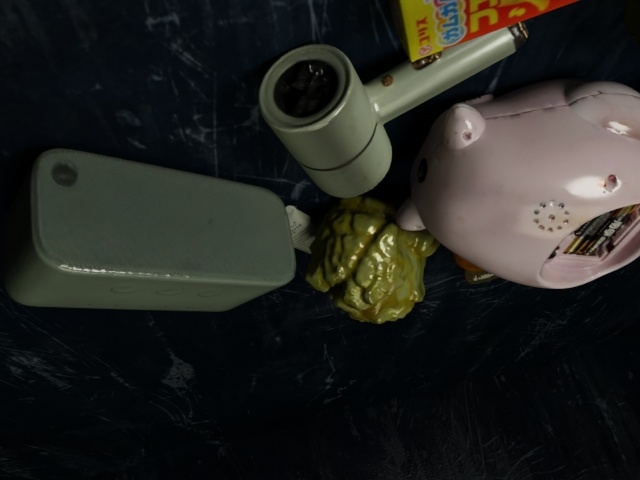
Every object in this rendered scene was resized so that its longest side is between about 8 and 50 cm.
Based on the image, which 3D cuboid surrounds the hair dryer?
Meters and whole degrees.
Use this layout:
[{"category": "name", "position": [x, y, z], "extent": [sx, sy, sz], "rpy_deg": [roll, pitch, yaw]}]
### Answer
[{"category": "hair dryer", "position": [0.116, -0.206, 0.855], "extent": [0.362, 0.128, 0.203], "rpy_deg": [-28, 151, 9]}]

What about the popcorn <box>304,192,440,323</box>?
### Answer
[{"category": "popcorn", "position": [0.092, 0.033, 1.182], "extent": [0.255, 0.256, 0.195], "rpy_deg": [-32, -156, -25]}]

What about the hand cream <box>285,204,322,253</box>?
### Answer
[{"category": "hand cream", "position": [0.000, 0.000, 1.260], "extent": [0.095, 0.059, 0.276], "rpy_deg": [-33, 144, 27]}]

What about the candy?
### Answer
[{"category": "candy", "position": [0.207, -0.311, 0.708], "extent": [0.276, 0.088, 0.146], "rpy_deg": [-18, 155, 6]}]

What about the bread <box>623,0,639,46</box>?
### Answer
[{"category": "bread", "position": [0.514, -0.313, 0.686], "extent": [0.366, 0.129, 0.382], "rpy_deg": [-28, 160, 13]}]

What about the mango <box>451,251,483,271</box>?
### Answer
[{"category": "mango", "position": [0.330, -0.001, 1.403], "extent": [0.105, 0.084, 0.159], "rpy_deg": [-11, 132, -11]}]

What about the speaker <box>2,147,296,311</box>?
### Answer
[{"category": "speaker", "position": [-0.253, 0.006, 0.992], "extent": [0.406, 0.183, 0.184], "rpy_deg": [8, 151, -40]}]

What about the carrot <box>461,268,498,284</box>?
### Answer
[{"category": "carrot", "position": [0.502, 0.025, 1.567], "extent": [0.342, 0.070, 0.070], "rpy_deg": [-24, 153, 14]}]

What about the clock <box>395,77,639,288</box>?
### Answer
[{"category": "clock", "position": [0.335, -0.078, 1.024], "extent": [0.377, 0.250, 0.368], "rpy_deg": [3, 141, -16]}]
